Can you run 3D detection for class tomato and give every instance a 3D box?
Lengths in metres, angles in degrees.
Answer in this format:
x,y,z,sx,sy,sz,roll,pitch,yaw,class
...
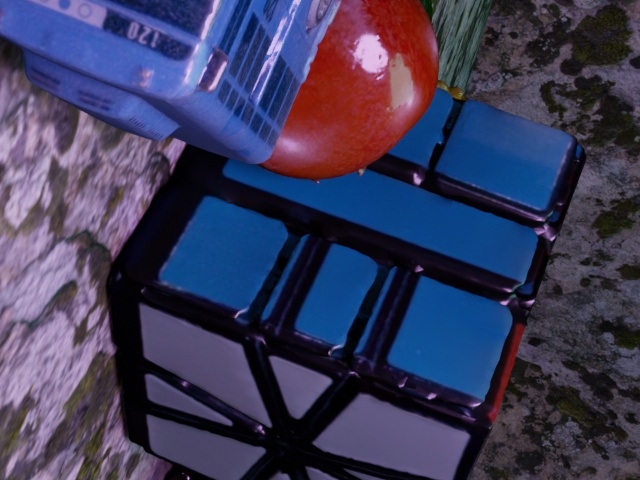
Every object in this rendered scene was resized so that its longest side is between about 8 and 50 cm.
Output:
x,y,z,sx,sy,sz,roll,pitch,yaw,class
-0.001,-0.133,0.784,0.167,0.167,0.167,21,90,-82,tomato

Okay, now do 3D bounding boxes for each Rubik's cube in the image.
x,y,z,sx,sy,sz,roll,pitch,yaw,class
0.022,0.048,0.931,0.293,0.289,0.283,102,12,-53,Rubik's cube

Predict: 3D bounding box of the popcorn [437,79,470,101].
x,y,z,sx,sy,sz,roll,pitch,yaw,class
0.155,-0.167,1.731,0.142,0.173,0.173,-47,163,-23,popcorn

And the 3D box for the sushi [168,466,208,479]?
x,y,z,sx,sy,sz,roll,pitch,yaw,class
-0.006,0.267,1.230,0.281,0.300,0.294,67,39,-58,sushi

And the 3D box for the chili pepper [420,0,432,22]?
x,y,z,sx,sy,sz,roll,pitch,yaw,class
0.068,-0.234,1.204,0.270,0.099,0.136,84,2,-60,chili pepper

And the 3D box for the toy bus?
x,y,z,sx,sy,sz,roll,pitch,yaw,class
-0.067,-0.113,0.542,0.234,0.116,0.133,25,89,-84,toy bus
